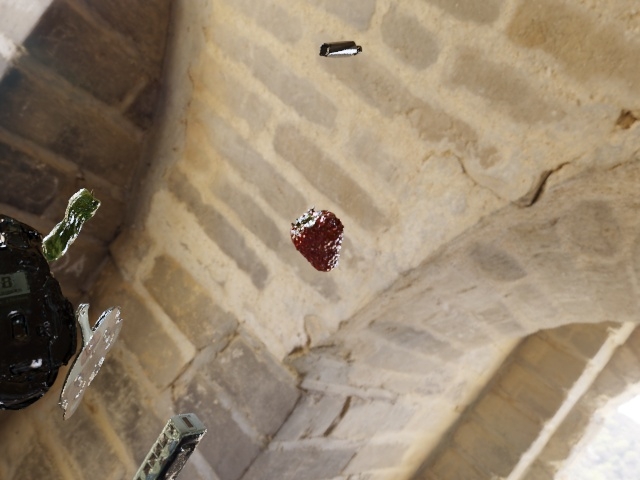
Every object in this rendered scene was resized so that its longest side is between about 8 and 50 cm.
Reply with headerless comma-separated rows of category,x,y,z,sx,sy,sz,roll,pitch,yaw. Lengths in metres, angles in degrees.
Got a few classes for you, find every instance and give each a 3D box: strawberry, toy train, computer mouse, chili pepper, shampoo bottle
strawberry,0.000,0.000,0.674,0.083,0.073,0.073,62,-13,-24
toy train,-0.214,0.312,0.667,0.047,0.207,0.043,37,12,32
computer mouse,-0.384,0.087,0.638,0.147,0.241,0.078,-9,4,-35
chili pepper,-0.272,-0.018,0.573,0.034,0.091,0.030,3,-31,48
shampoo bottle,0.046,-0.402,1.112,0.137,0.048,0.027,-27,88,-50

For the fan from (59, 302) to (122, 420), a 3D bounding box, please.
fan,-0.291,0.134,0.662,0.008,0.152,0.226,23,-35,-2
